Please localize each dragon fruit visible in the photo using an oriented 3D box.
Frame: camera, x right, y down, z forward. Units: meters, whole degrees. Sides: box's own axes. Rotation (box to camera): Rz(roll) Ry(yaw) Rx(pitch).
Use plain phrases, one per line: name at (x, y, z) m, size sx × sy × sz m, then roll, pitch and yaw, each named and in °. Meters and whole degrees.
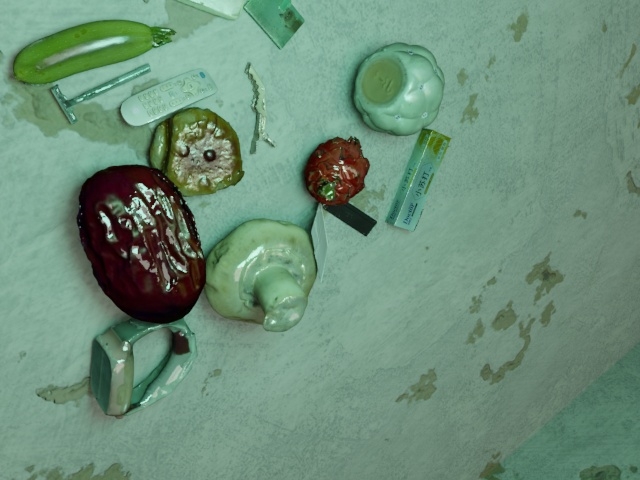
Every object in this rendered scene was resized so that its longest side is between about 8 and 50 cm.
dragon fruit at (0.043, -0.183, 1.412) m, size 0.209 × 0.172 × 0.172 m, roll -54°, pitch 126°, yaw -26°

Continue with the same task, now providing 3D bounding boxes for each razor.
razor at (-0.469, -0.338, 1.145) m, size 0.211 × 0.036 × 0.084 m, roll -31°, pitch 122°, yaw -16°

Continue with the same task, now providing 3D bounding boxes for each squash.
squash at (-0.470, -0.408, 1.090) m, size 0.341 × 0.094 × 0.094 m, roll -24°, pitch 118°, yaw -17°

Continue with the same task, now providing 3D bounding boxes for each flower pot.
flower pot at (0.207, -0.398, 1.382) m, size 0.195 × 0.246 × 0.246 m, roll -1°, pitch 110°, yaw -55°

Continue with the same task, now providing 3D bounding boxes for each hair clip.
hair clip at (-0.151, -0.336, 1.327) m, size 0.072 × 0.034 × 0.226 m, roll -13°, pitch 112°, yaw -29°

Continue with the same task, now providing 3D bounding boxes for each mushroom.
mushroom at (-0.127, 0.110, 1.327) m, size 0.314 × 0.336 × 0.314 m, roll -10°, pitch 118°, yaw -20°

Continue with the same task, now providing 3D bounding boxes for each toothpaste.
toothpaste at (0.301, -0.186, 1.619) m, size 0.089 × 0.071 × 0.312 m, roll 16°, pitch 100°, yaw -29°

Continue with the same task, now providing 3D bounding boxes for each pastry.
pastry at (-0.290, -0.203, 1.258) m, size 0.229 × 0.100 × 0.218 m, roll 27°, pitch 94°, yaw -32°

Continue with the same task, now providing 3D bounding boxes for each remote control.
remote control at (-0.350, -0.326, 1.211) m, size 0.229 × 0.044 × 0.073 m, roll -32°, pitch 87°, yaw -22°

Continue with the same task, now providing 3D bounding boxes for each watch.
watch at (-0.445, 0.307, 1.346) m, size 0.241 × 0.162 × 0.253 m, roll -3°, pitch 113°, yaw -42°

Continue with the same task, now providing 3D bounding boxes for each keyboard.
keyboard at (0.090, -0.078, 1.570) m, size 0.195 × 0.018 × 0.060 m, roll 31°, pitch 98°, yaw -34°

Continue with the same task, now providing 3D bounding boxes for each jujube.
jujube at (-0.403, 0.009, 1.197) m, size 0.258 × 0.258 × 0.376 m, roll -19°, pitch 109°, yaw -23°

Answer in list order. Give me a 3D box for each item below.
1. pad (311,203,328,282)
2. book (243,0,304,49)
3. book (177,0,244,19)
pad at (0.000, 0.000, 1.440) m, size 0.004 × 0.232 × 0.156 m, roll -5°, pitch 115°, yaw 9°
book at (-0.110, -0.556, 1.278) m, size 0.103 × 0.017 × 0.135 m, roll -51°, pitch 124°, yaw -3°
book at (-0.253, -0.695, 1.137) m, size 0.239 × 0.035 × 0.352 m, roll 8°, pitch 104°, yaw -28°
